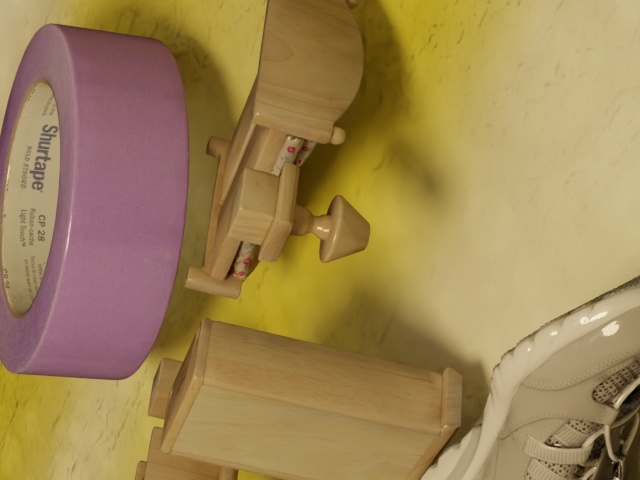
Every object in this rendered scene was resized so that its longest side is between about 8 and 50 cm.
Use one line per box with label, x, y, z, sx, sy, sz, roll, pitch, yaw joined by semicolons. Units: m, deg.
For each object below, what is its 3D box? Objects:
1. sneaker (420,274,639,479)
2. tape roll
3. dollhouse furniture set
sneaker;0.153;0.122;1.001;0.115;0.105;0.281;50;140;22
tape roll;-0.189;-0.029;1.356;0.275;0.090;0.274;-174;90;-68
dollhouse furniture set;0.000;0.000;1.219;0.303;0.174;0.355;118;163;-51
